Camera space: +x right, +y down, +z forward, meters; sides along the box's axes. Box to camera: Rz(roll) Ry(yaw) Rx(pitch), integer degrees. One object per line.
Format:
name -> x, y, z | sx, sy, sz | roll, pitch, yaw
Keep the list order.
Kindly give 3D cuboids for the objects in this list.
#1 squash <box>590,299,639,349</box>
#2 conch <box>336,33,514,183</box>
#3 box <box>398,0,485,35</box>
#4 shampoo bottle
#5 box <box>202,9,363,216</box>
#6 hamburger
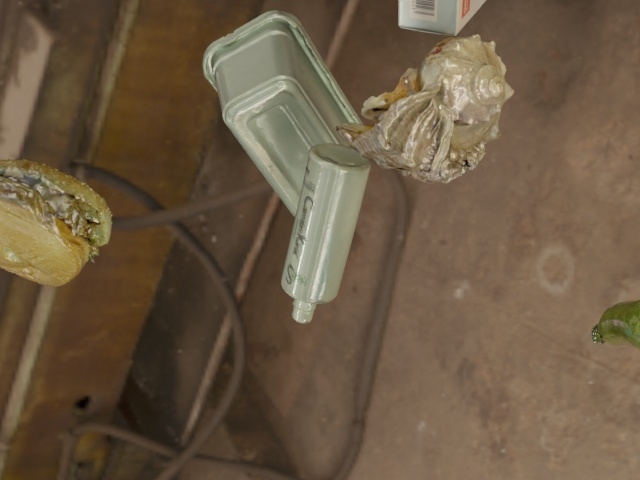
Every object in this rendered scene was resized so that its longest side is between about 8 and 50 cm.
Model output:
squash -> 0.313, 0.085, 1.053 | 0.183, 0.052, 0.052 | 74, -166, -84
conch -> 0.112, -0.146, 1.203 | 0.245, 0.178, 0.163 | 2, 96, 56
box -> 0.149, -0.388, 1.219 | 0.079, 0.135, 0.269 | 13, 129, 21
shampoo bottle -> 0.000, 0.000, 1.445 | 0.085, 0.085, 0.262 | 45, 131, 46
box -> -0.046, -0.183, 1.678 | 0.175, 0.312, 0.182 | -26, 38, 12
hamburger -> -0.410, -0.036, 1.490 | 0.189, 0.215, 0.122 | 100, -171, -57
